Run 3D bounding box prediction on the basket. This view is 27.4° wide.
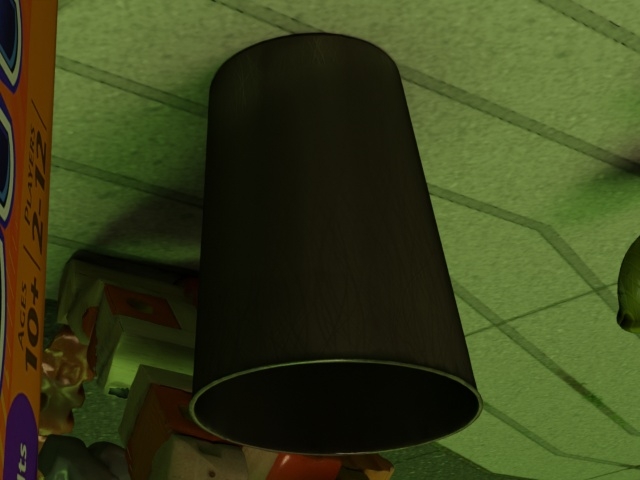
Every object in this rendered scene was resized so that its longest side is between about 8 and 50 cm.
[{"bbox_3d":[0.000,0.000,0.816,0.154,0.226,0.204,-22,151,30],"label":"basket"}]

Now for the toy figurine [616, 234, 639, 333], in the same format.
[{"bbox_3d":[0.314,-0.089,0.872,0.362,0.191,0.217,-20,122,42],"label":"toy figurine"}]

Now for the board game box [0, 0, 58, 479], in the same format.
[{"bbox_3d":[-0.293,-0.075,0.377,0.357,0.356,0.356,-3,160,2],"label":"board game box"}]

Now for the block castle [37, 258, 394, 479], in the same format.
[{"bbox_3d":[-0.098,0.228,0.980,0.213,0.453,0.303,16,108,-27],"label":"block castle"}]
